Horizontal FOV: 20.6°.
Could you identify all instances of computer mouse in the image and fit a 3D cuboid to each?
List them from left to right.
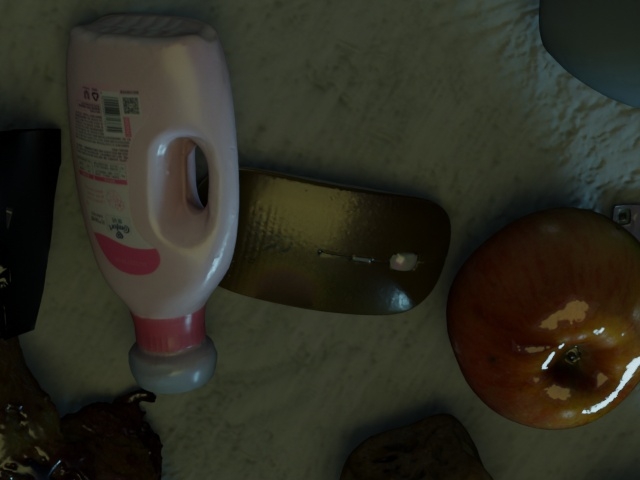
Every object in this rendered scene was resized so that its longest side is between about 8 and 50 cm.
[{"bbox_3d":[0.000,0.000,1.615,0.245,0.056,0.126,10,113,-12],"label":"computer mouse"}]

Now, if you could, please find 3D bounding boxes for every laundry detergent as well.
[{"bbox_3d":[-0.141,-0.028,1.552,0.159,0.088,0.335,7,115,26],"label":"laundry detergent"}]

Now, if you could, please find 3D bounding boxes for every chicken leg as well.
[{"bbox_3d":[-0.246,0.180,1.637,0.322,0.083,0.177,42,72,-21],"label":"chicken leg"}]

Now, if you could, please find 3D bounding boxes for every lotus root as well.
[{"bbox_3d":[0.101,0.323,1.700,0.193,0.193,0.291,-11,111,-1],"label":"lotus root"}]

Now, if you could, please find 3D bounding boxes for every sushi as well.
[{"bbox_3d":[-0.322,-0.009,1.520,0.150,0.153,0.172,1,96,14],"label":"sushi"}]

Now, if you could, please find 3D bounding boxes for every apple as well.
[{"bbox_3d":[0.219,0.071,1.609,0.209,0.164,0.209,-2,116,-5],"label":"apple"}]

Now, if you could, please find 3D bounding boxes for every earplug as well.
[{"bbox_3d":[0.331,-0.159,1.513,0.325,0.214,0.175,37,135,-17],"label":"earplug"}]

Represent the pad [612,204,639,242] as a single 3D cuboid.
[{"bbox_3d":[0.368,0.013,1.686,0.188,0.006,0.113,-4,113,-6],"label":"pad"}]
